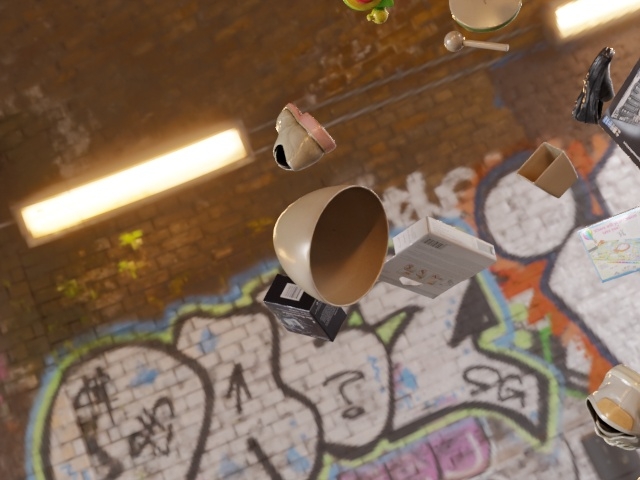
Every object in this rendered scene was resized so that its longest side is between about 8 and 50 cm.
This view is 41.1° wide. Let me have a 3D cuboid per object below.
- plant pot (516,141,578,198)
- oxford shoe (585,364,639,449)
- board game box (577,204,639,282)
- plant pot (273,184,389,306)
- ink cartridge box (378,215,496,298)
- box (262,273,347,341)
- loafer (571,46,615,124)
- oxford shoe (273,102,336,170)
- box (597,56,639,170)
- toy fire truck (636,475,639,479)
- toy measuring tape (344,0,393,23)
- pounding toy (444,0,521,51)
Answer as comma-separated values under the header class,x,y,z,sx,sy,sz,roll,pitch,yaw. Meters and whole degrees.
class,x,y,z,sx,sy,sz,roll,pitch,yaw
plant pot,0.587,-0.170,2.178,0.109,0.096,0.109,-48,22,6
oxford shoe,0.661,0.392,1.878,0.130,0.169,0.449,-51,-28,-6
board game box,0.531,0.003,1.475,0.026,0.103,0.154,-23,-3,-38
plant pot,0.000,0.000,2.015,0.191,0.284,0.284,12,12,40
ink cartridge box,0.297,0.052,2.304,0.275,0.060,0.239,21,-41,-36
box,-0.039,0.176,2.232,0.156,0.093,0.158,9,-30,35
loafer,0.671,-0.368,2.052,0.076,0.078,0.223,-52,-20,-32
oxford shoe,-0.082,-0.278,2.349,0.146,0.140,0.397,-42,16,-1
box,0.716,-0.280,1.770,0.077,0.307,0.242,21,-64,-12
toy fire truck,0.899,0.620,1.990,0.246,0.217,0.158,-28,0,12
toy measuring tape,0.077,-0.668,2.042,0.121,0.330,0.121,-20,25,10
pounding toy,0.426,-0.575,2.228,0.183,0.236,0.110,10,-19,17
